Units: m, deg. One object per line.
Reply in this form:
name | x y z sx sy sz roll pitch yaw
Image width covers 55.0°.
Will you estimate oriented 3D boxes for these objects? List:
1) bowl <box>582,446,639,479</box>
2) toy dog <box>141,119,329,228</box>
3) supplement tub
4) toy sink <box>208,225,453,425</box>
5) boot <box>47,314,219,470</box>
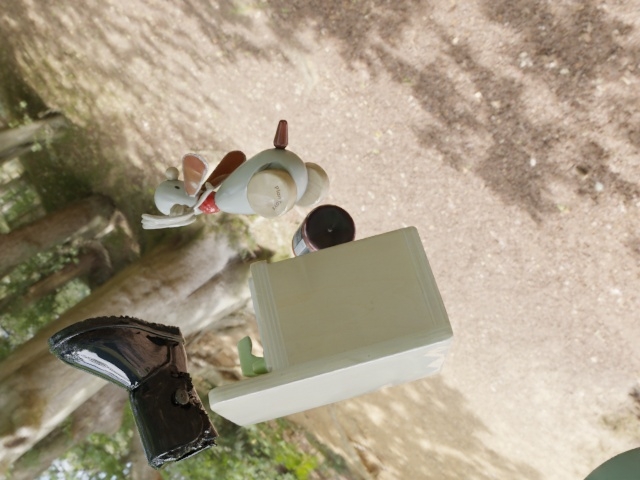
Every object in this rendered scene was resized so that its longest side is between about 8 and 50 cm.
bowl | 0.454 0.416 0.723 0.311 0.311 0.163 47 -178 10
toy dog | -0.154 -0.124 1.093 0.220 0.334 0.160 -74 -21 -79
supplement tub | 0.000 0.000 1.236 0.106 0.106 0.198 50 164 2
toy sink | 0.002 0.092 0.643 0.152 0.234 0.131 74 180 -65
boot | -0.257 0.221 0.885 0.246 0.094 0.207 23 -143 -60
